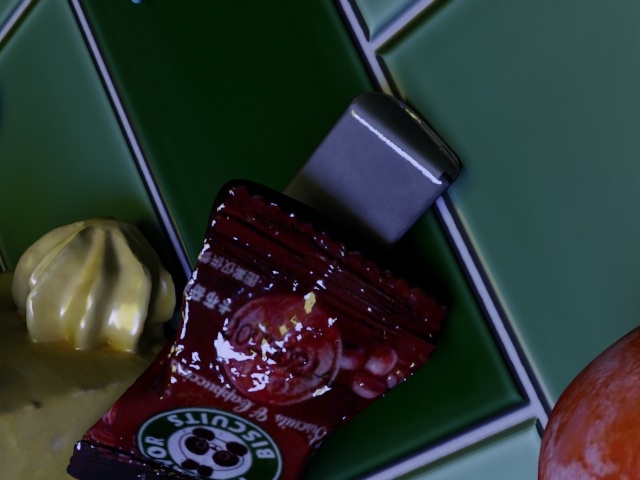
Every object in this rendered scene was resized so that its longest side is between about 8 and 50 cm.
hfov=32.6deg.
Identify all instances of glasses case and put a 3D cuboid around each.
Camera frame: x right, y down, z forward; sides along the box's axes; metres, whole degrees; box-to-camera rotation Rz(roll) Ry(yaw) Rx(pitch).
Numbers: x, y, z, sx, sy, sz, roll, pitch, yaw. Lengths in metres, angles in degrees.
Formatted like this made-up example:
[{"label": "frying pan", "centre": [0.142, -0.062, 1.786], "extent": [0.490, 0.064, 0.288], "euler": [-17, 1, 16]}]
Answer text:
[{"label": "glasses case", "centre": [0.001, -0.001, 0.643], "extent": [0.072, 0.042, 0.190], "euler": [47, 127, 8]}]

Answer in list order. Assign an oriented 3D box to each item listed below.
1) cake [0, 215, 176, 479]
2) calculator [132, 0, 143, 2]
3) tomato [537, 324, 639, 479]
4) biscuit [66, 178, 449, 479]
[{"label": "cake", "centre": [-0.228, 0.126, 0.759], "extent": [0.222, 0.227, 0.286], "euler": [17, 111, 39]}, {"label": "calculator", "centre": [-0.115, -0.232, 0.728], "extent": [0.094, 0.019, 0.141], "euler": [40, 123, 28]}, {"label": "tomato", "centre": [0.181, 0.096, 0.423], "extent": [0.187, 0.151, 0.187], "euler": [0, 105, 1]}, {"label": "biscuit", "centre": [-0.038, 0.086, 0.636], "extent": [0.151, 0.063, 0.235], "euler": [26, 124, -12]}]
